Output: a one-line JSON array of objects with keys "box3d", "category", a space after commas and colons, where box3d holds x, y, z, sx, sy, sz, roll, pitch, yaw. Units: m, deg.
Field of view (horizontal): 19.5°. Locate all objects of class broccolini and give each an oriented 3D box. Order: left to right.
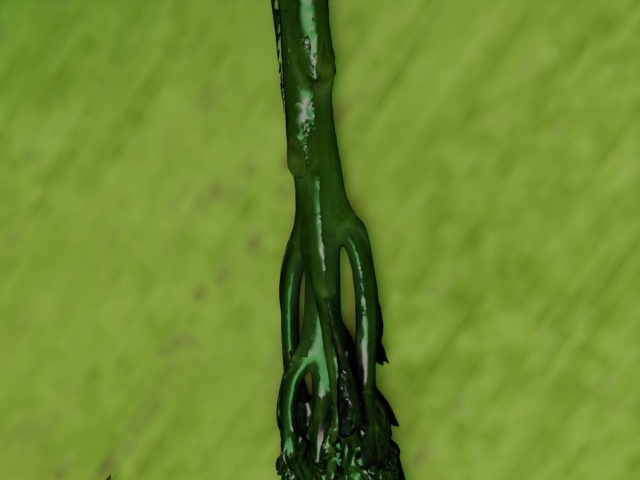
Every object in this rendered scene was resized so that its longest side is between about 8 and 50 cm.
[{"box3d": [0.000, 0.000, 0.399, 0.030, 0.035, 0.140, -5, 101, 2], "category": "broccolini"}]
